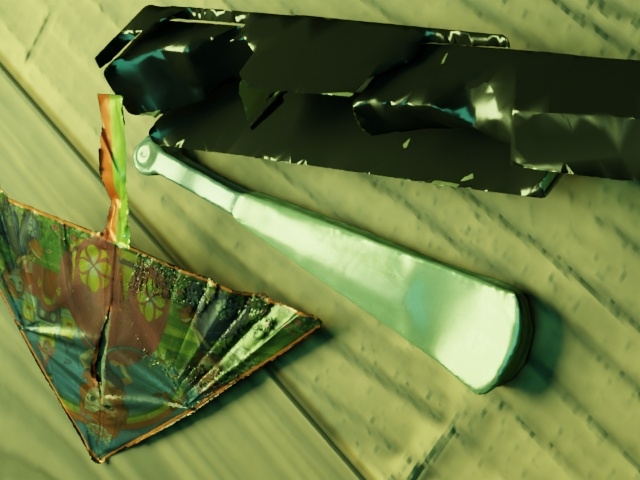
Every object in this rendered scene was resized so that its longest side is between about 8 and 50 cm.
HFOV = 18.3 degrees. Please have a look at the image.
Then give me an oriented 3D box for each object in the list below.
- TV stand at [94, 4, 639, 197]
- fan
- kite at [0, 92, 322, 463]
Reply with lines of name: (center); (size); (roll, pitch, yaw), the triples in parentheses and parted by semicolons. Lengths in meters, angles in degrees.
TV stand: (0.025, -0.048, 0.679); (0.249, 0.036, 0.042); (10, 137, 40)
fan: (0.000, 0.000, 0.724); (0.193, 0.016, 0.038); (29, 105, 36)
kite: (-0.081, 0.018, 0.774); (0.190, 0.010, 0.159); (22, 120, 25)
